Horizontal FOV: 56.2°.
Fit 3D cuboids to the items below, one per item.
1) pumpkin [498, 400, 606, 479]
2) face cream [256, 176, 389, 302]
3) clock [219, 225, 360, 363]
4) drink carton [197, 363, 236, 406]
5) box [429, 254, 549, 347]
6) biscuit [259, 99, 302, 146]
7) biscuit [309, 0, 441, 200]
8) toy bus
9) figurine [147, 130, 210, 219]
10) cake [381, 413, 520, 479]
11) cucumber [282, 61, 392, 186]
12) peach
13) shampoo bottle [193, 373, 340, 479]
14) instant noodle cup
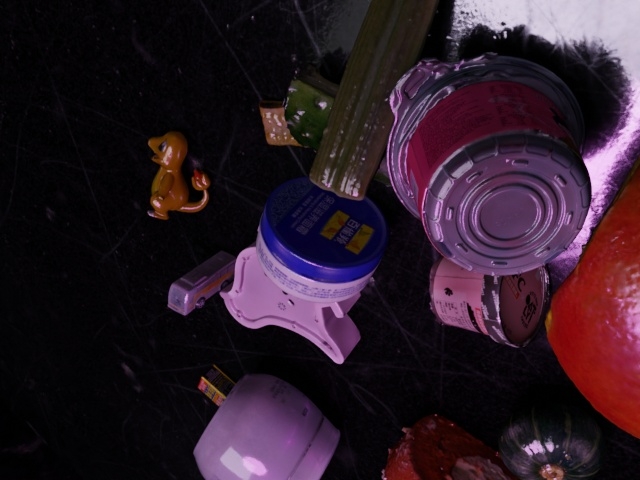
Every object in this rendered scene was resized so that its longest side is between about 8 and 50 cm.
[{"bbox_3d":[0.382,0.337,0.988,0.167,0.125,0.167,10,116,21],"label":"pumpkin"},{"bbox_3d":[0.000,0.000,0.982,0.206,0.206,0.111,33,138,14],"label":"face cream"},{"bbox_3d":[-0.048,0.122,1.187,0.290,0.080,0.275,46,135,3],"label":"clock"},{"bbox_3d":[-0.231,0.396,1.521,0.166,0.056,0.071,39,142,8],"label":"drink carton"},{"bbox_3d":[0.247,0.077,0.901,0.135,0.151,0.151,1,120,45],"label":"box"},{"bbox_3d":[-0.064,-0.200,1.023,0.083,0.018,0.081,8,123,33],"label":"biscuit"},{"bbox_3d":[0.074,-0.212,0.807,0.099,0.038,0.322,25,104,20],"label":"biscuit"},{"bbox_3d":[-0.240,0.086,1.237,0.058,0.172,0.072,24,125,22],"label":"toy bus"},{"bbox_3d":[-0.279,-0.130,1.190,0.123,0.121,0.176,5,116,0],"label":"figurine"},{"bbox_3d":[0.253,0.468,1.134,0.283,0.177,0.150,36,134,9],"label":"cake"},{"bbox_3d":[0.094,-0.140,0.896,0.326,0.105,0.145,26,130,16],"label":"cucumber"},{"bbox_3d":[0.443,0.075,0.692,0.380,0.242,0.306,48,139,0],"label":"peach"},{"bbox_3d":[-0.116,0.451,1.323,0.266,0.273,0.273,32,133,2],"label":"shampoo bottle"},{"bbox_3d":[0.211,-0.073,0.731,0.303,0.181,0.258,28,121,-14],"label":"instant noodle cup"}]
